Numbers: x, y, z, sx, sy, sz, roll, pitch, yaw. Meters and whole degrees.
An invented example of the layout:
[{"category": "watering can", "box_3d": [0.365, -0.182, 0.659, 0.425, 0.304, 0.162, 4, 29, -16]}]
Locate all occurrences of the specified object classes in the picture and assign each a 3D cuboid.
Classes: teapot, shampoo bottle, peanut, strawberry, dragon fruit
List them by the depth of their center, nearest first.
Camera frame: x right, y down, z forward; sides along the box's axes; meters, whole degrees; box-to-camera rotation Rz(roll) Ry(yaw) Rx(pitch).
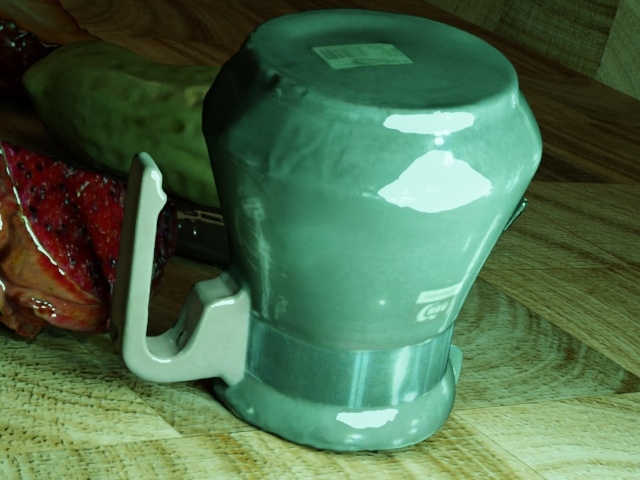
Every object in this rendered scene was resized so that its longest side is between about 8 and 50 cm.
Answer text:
[{"category": "teapot", "box_3d": [0.000, 0.000, 1.466, 0.376, 0.361, 0.305, -6, 29, -23]}, {"category": "dragon fruit", "box_3d": [-0.279, 0.031, 1.509, 0.205, 0.152, 0.317, -18, -16, 23]}, {"category": "shampoo bottle", "box_3d": [-0.086, 0.005, 1.850, 0.236, 0.068, 0.067, 11, 19, -6]}, {"category": "peanut", "box_3d": [-0.203, -0.157, 2.055, 0.387, 0.169, 0.192, 19, 30, 14]}, {"category": "strawberry", "box_3d": [-0.454, -0.274, 2.277, 0.336, 0.149, 0.265, 32, 15, 15]}]

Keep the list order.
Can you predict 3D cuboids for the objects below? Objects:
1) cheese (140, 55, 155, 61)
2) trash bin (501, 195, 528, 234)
[{"category": "cheese", "box_3d": [-0.312, -0.257, 2.449, 0.244, 0.062, 0.155, 26, 20, 33]}, {"category": "trash bin", "box_3d": [0.118, -0.111, 2.114, 0.277, 0.217, 0.262, 46, 29, 21]}]
